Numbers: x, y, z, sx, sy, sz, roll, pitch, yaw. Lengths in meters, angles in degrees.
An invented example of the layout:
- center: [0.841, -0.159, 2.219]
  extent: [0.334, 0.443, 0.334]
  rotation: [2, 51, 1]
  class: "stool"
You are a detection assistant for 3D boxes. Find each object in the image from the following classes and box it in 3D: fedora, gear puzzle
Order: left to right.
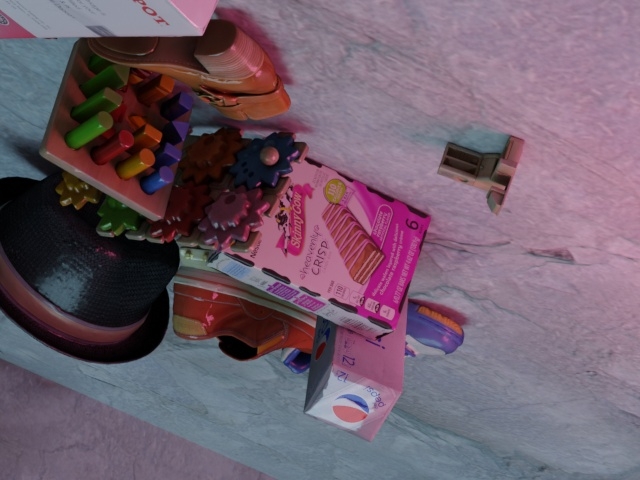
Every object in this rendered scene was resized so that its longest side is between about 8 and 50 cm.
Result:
- center: [-0.317, 0.010, 2.018]
  extent: [0.334, 0.334, 0.152]
  rotation: [30, 128, -26]
  class: "fedora"
- center: [-0.182, -0.077, 1.702]
  extent: [0.339, 0.175, 0.044]
  rotation: [6, 146, 36]
  class: "gear puzzle"

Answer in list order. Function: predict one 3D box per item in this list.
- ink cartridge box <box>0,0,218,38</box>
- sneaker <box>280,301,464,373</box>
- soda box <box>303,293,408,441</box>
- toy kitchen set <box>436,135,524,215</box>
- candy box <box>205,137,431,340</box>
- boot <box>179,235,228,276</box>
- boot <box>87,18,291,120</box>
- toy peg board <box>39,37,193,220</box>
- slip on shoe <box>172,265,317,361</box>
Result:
- center: [-0.240, -0.279, 1.288]
  extent: [0.283, 0.117, 0.207]
  rotation: [5, 156, 38]
  class: "ink cartridge box"
- center: [0.074, 0.158, 2.141]
  extent: [0.296, 0.131, 0.112]
  rotation: [2, 152, 38]
  class: "sneaker"
- center: [0.049, 0.122, 1.849]
  extent: [0.098, 0.286, 0.091]
  rotation: [23, 121, -9]
  class: "soda box"
- center: [0.164, -0.071, 1.525]
  extent: [0.075, 0.068, 0.083]
  rotation: [20, 160, 1]
  class: "toy kitchen set"
- center: [0.000, 0.000, 1.742]
  extent: [0.233, 0.159, 0.071]
  rotation: [24, 158, -12]
  class: "candy box"
- center: [-0.100, 0.005, 1.957]
  extent: [0.203, 0.095, 0.262]
  rotation: [16, 167, 14]
  class: "boot"
- center: [-0.136, -0.179, 1.532]
  extent: [0.197, 0.073, 0.152]
  rotation: [13, 164, 27]
  class: "boot"
- center: [-0.205, -0.134, 1.605]
  extent: [0.160, 0.161, 0.079]
  rotation: [32, 143, -30]
  class: "toy peg board"
- center: [-0.097, 0.116, 1.985]
  extent: [0.123, 0.101, 0.331]
  rotation: [10, 172, 31]
  class: "slip on shoe"
